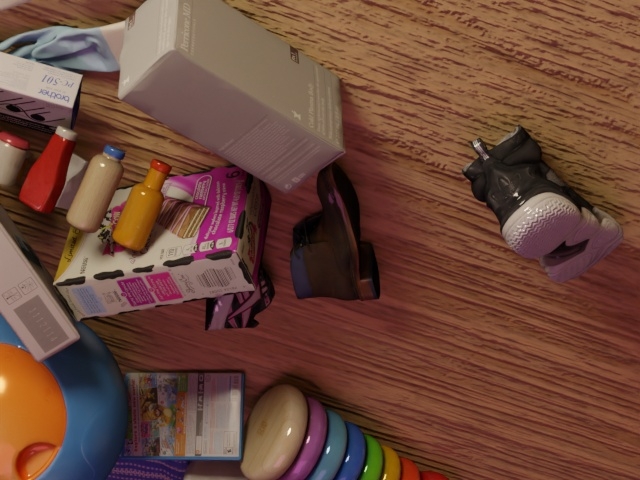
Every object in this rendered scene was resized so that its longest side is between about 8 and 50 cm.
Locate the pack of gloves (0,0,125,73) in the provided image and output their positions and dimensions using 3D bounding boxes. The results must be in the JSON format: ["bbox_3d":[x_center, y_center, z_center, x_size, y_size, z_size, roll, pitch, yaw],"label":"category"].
[{"bbox_3d":[-0.268,-0.258,1.588,0.232,0.046,0.195,-6,144,15],"label":"pack of gloves"}]

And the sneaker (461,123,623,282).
[{"bbox_3d":[0.252,-0.047,1.665,0.101,0.153,0.268,-39,155,15],"label":"sneaker"}]

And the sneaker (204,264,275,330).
[{"bbox_3d":[-0.091,0.049,1.829,0.077,0.072,0.178,7,142,-15],"label":"sneaker"}]

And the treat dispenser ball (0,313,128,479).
[{"bbox_3d":[-0.391,0.222,1.866,0.288,0.288,0.288,4,133,4],"label":"treat dispenser ball"}]

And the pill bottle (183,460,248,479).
[{"bbox_3d":[-0.125,0.440,2.116,0.169,0.169,0.301,9,133,-1],"label":"pill bottle"}]

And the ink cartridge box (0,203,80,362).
[{"bbox_3d":[-0.406,-0.034,1.697,0.066,0.261,0.296,-32,128,-6],"label":"ink cartridge box"}]

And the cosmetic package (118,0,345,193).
[{"bbox_3d":[-0.094,-0.165,1.557,0.107,0.127,0.238,-33,133,32],"label":"cosmetic package"}]

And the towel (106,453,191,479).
[{"bbox_3d":[-0.307,0.346,2.141,0.243,0.040,0.336,8,133,2],"label":"towel"}]

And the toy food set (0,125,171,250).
[{"bbox_3d":[-0.289,-0.086,1.668,0.232,0.111,0.104,29,98,28],"label":"toy food set"}]

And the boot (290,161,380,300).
[{"bbox_3d":[0.000,0.000,1.751,0.106,0.082,0.219,-8,133,11],"label":"boot"}]

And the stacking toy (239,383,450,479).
[{"bbox_3d":[0.056,0.317,2.019,0.330,0.141,0.141,26,131,-25],"label":"stacking toy"}]

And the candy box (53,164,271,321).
[{"bbox_3d":[-0.184,0.000,1.721,0.233,0.159,0.071,-11,132,17],"label":"candy box"}]

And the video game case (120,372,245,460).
[{"bbox_3d":[-0.187,0.239,1.980,0.166,0.119,0.015,-1,165,8],"label":"video game case"}]

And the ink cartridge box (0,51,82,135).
[{"bbox_3d":[-0.375,-0.177,1.637,0.207,0.046,0.097,15,159,-6],"label":"ink cartridge box"}]
